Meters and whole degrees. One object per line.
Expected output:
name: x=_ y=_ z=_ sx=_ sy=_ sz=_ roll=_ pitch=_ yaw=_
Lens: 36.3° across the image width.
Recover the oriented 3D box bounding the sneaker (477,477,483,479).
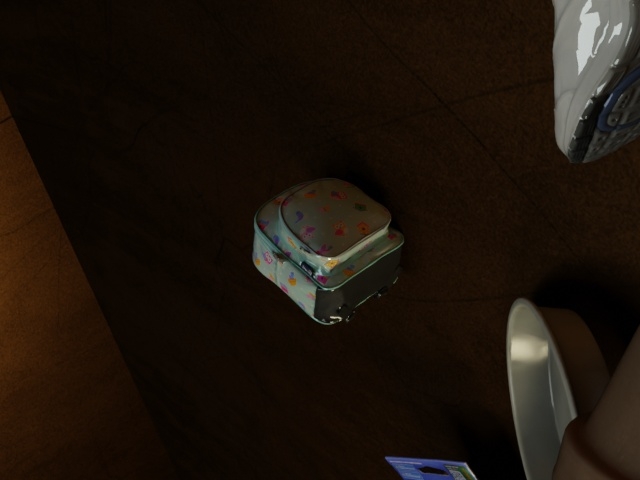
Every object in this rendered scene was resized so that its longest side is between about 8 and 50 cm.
sneaker: x=0.259 y=0.406 z=1.489 sx=0.043 sy=0.040 sz=0.109 roll=8 pitch=132 yaw=44

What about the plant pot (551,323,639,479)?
plant pot: x=0.347 y=0.136 z=0.801 sx=0.263 sy=0.263 sz=0.229 roll=25 pitch=108 yaw=47

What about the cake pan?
cake pan: x=0.268 y=0.204 z=1.075 sx=0.293 sy=0.054 sz=0.293 roll=171 pitch=90 yaw=-88

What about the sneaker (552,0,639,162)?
sneaker: x=0.240 y=-0.193 z=0.800 sx=0.297 sy=0.111 sz=0.129 roll=92 pitch=153 yaw=-44

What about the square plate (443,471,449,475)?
square plate: x=0.301 y=0.532 z=1.485 sx=0.347 sy=0.049 sz=0.344 roll=34 pitch=147 yaw=23

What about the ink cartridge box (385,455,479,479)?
ink cartridge box: x=0.212 y=0.446 z=1.399 sx=0.185 sy=0.065 sz=0.311 roll=-12 pitch=113 yaw=56

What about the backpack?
backpack: x=0.000 y=0.000 z=1.329 sx=0.188 sy=0.166 sz=0.144 roll=32 pitch=143 yaw=34
